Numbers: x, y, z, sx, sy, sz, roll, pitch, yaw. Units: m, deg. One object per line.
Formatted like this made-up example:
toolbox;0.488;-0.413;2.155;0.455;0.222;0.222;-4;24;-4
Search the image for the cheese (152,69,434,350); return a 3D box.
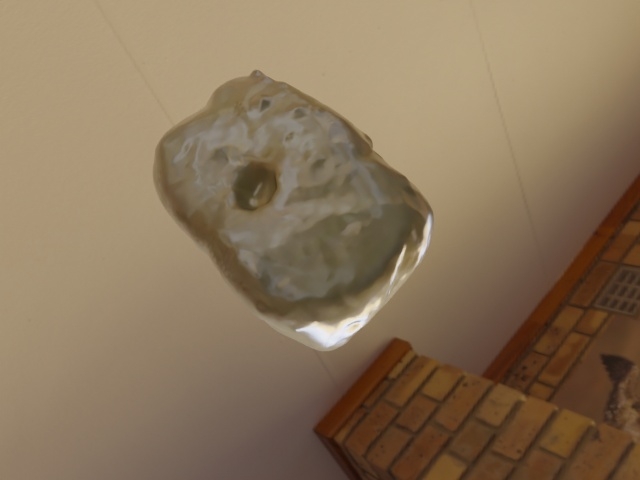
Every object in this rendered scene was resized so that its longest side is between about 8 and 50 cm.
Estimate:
cheese;0.002;-0.001;0.594;0.174;0.248;0.251;-42;-46;-5
